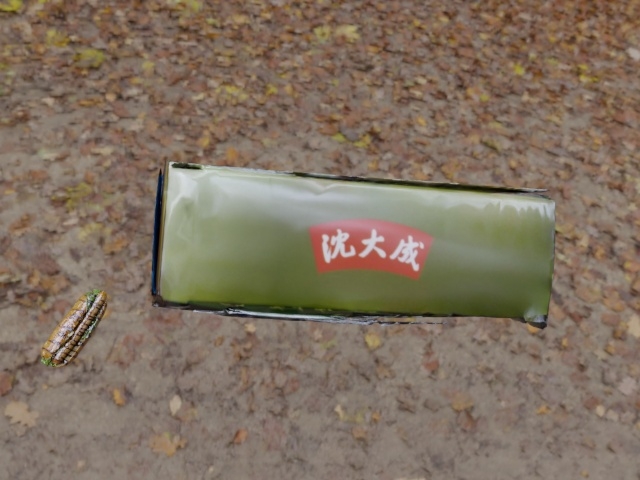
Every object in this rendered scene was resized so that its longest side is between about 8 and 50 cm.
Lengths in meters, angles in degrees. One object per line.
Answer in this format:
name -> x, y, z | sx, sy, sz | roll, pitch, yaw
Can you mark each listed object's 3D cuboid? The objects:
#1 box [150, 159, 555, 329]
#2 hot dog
box -> 0.000, 0.000, 0.795 | 0.373, 0.138, 0.420 | 5, 1, -12
hot dog -> -0.323, 0.117, 0.900 | 0.037, 0.049, 0.122 | 3, 55, 42
